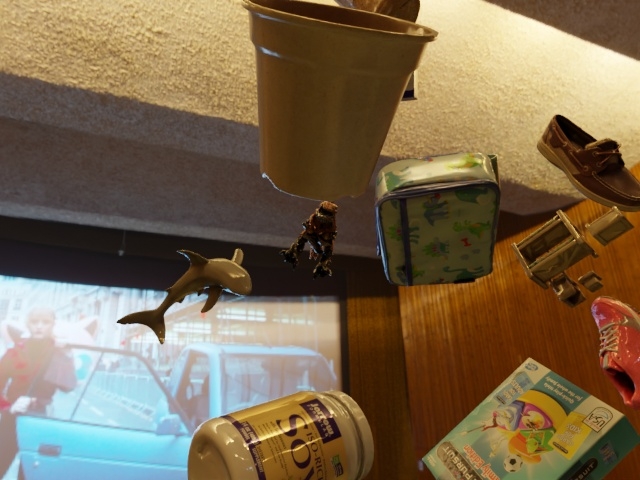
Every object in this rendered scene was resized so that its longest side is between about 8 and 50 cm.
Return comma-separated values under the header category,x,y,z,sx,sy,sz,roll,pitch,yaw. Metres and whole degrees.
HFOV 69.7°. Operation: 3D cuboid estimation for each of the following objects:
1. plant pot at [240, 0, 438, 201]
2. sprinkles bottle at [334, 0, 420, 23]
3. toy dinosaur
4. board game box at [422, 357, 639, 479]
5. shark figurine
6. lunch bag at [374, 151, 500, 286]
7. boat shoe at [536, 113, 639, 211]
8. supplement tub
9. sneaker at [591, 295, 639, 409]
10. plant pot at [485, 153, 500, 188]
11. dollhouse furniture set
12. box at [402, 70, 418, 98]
category,x,y,z,sx,sy,sz,roll,pitch,yaw
plant pot,0.012,-0.254,0.850,0.333,0.334,0.306,2,-58,-12
sprinkles bottle,0.076,-0.585,1.037,0.121,0.355,0.121,-25,-31,-16
toy dinosaur,0.000,0.000,1.476,0.164,0.219,0.322,13,-27,22
board game box,0.399,0.419,0.917,0.336,0.079,0.254,-41,15,-4
shark figurine,-0.258,0.074,0.895,0.278,0.166,0.116,-25,-51,19
lunch bag,0.168,-0.020,0.686,0.176,0.090,0.219,-4,-42,9
boat shoe,0.725,-0.216,1.215,0.123,0.342,0.123,-16,-39,-15
supplement tub,-0.076,0.451,0.946,0.331,0.241,0.241,-3,-16,-41
sneaker,0.787,0.287,1.198,0.136,0.314,0.116,-5,-33,-14
plant pot,0.454,-0.133,1.514,0.292,0.235,0.293,-16,11,3
dollhouse furniture set,0.493,0.015,0.866,0.160,0.101,0.182,30,-57,-28
box,0.244,-0.481,1.341,0.072,0.137,0.126,-1,13,17
